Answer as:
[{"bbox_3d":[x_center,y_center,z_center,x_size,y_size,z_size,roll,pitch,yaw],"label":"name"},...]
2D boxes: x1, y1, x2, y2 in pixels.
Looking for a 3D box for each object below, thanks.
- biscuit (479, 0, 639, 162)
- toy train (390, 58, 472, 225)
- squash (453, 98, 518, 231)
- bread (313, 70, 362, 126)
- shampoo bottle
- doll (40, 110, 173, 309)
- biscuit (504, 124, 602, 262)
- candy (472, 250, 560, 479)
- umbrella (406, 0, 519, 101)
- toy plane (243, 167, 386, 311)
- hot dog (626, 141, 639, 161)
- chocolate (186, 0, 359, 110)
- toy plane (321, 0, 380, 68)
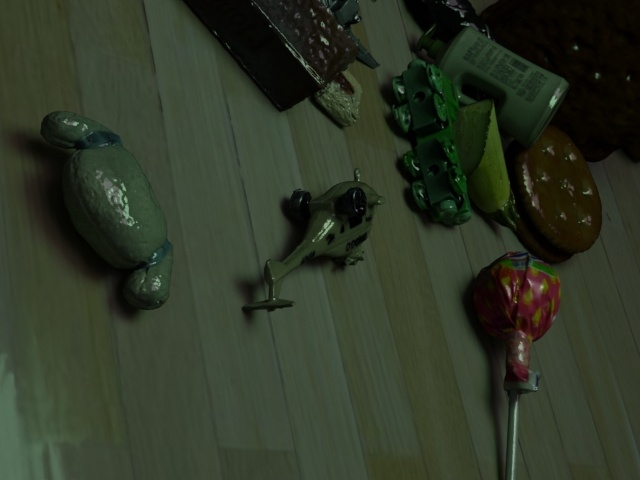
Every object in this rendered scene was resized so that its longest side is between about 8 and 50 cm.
[{"bbox_3d":[0.489,-0.322,1.954,0.342,0.395,0.166,46,43,-14],"label":"biscuit"},{"bbox_3d":[0.166,-0.137,1.687,0.119,0.085,0.251,32,45,-57],"label":"toy train"},{"bbox_3d":[0.240,-0.103,1.746,0.075,0.090,0.200,-23,96,-59],"label":"squash"},{"bbox_3d":[0.026,-0.197,1.589,0.070,0.035,0.083,43,35,-25],"label":"bread"},{"bbox_3d":[0.249,-0.247,1.805,0.234,0.118,0.087,33,1,11],"label":"shampoo bottle"},{"bbox_3d":[-0.199,-0.034,1.158,0.214,0.071,0.103,61,36,-5],"label":"doll"},{"bbox_3d":[0.363,-0.076,1.874,0.220,0.066,0.220,21,59,-40],"label":"biscuit"},{"bbox_3d":[0.252,0.183,1.560,0.124,0.124,0.365,31,54,-35],"label":"candy"},{"bbox_3d":[0.233,-0.320,1.904,0.357,0.106,0.113,44,28,-9],"label":"umbrella"},{"bbox_3d":[0.000,0.000,1.381,0.286,0.092,0.108,-36,120,-57],"label":"toy plane"},{"bbox_3d":[0.593,-0.271,2.279,0.259,0.114,0.175,42,40,-23],"label":"hot dog"},{"bbox_3d":[-0.100,-0.310,1.464,0.321,0.112,0.112,50,46,-16],"label":"chocolate"},{"bbox_3d":[0.022,-0.319,1.652,0.226,0.058,0.226,62,31,-26],"label":"toy plane"}]
